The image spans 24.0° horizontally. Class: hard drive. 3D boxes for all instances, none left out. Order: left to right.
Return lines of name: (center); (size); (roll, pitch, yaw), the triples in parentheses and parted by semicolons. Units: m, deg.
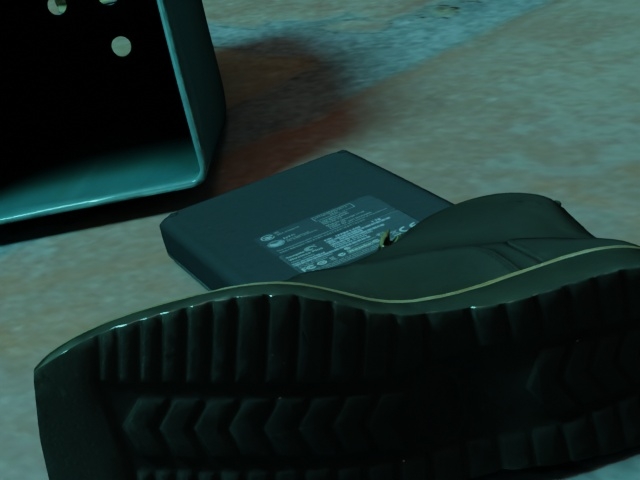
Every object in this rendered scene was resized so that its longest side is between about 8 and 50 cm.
hard drive: (0.000, 0.000, 0.606); (0.094, 0.022, 0.135); (-22, 23, -17)

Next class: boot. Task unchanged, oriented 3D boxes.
boot: (0.010, 0.030, 0.482); (0.198, 0.076, 0.137); (-4, 16, -9)

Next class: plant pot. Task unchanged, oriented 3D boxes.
plant pot: (-0.138, -0.120, 0.803); (0.166, 0.165, 0.234); (-11, 14, 9)

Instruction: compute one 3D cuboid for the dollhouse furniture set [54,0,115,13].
dollhouse furniture set: (-0.147, -0.219, 1.146); (0.152, 0.076, 0.058); (-12, 22, 3)
